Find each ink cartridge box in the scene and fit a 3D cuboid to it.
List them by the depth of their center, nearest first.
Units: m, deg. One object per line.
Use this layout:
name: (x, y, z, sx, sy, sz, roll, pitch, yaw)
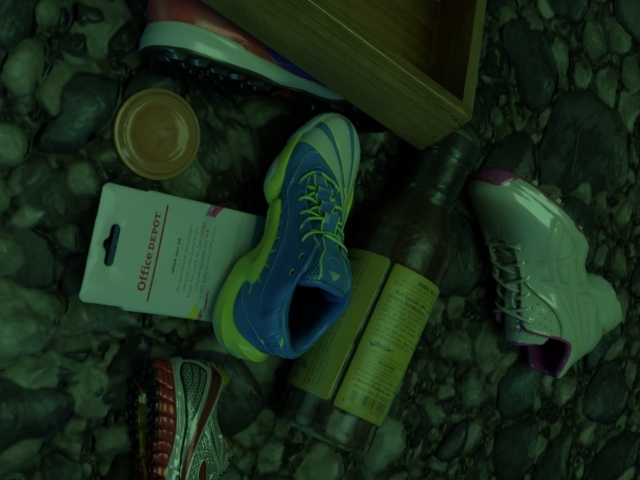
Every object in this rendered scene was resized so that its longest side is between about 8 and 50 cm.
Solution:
ink cartridge box: (-0.129, 0.014, 0.709, 0.181, 0.062, 0.104, 13, 88, -36)

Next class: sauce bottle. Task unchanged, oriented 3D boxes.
sauce bottle: (0.071, 0.045, 0.819, 0.111, 0.111, 0.344, 34, 77, -32)

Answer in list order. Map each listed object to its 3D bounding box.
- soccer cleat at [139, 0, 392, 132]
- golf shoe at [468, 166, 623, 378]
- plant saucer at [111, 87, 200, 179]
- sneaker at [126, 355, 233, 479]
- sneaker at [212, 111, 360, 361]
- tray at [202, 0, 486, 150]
soccer cleat: (-0.010, -0.179, 0.747, 0.318, 0.109, 0.116, 12, 84, -32)
golf shoe: (0.256, 0.046, 0.948, 0.140, 0.115, 0.306, -49, 118, -16)
plant saucer: (-0.147, -0.096, 0.715, 0.083, 0.013, 0.083, -5, 98, -33)
sneaker: (-0.120, 0.217, 0.724, 0.093, 0.088, 0.225, -1, 96, -35)
sneaker: (0.000, 0.000, 0.682, 0.091, 0.126, 0.240, 28, 79, -36)
tray: (-0.032, -0.266, 0.666, 0.411, 0.076, 0.202, 31, 54, -25)
